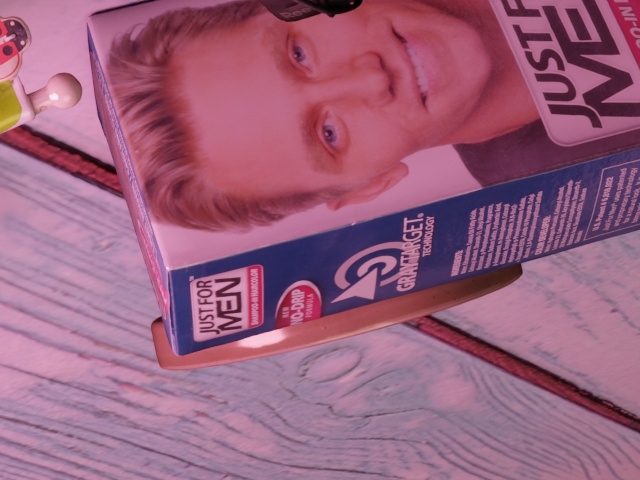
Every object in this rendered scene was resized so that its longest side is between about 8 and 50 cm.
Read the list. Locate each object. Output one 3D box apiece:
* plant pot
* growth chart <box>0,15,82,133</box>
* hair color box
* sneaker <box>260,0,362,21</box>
[{"bbox_3d":[0.000,0.000,1.190,0.237,0.109,0.237,-15,-177,1],"label":"plant pot"},{"bbox_3d":[-0.230,-0.122,0.794,0.172,0.237,0.021,-30,-161,-7],"label":"growth chart"},{"bbox_3d":[0.058,-0.072,1.072,0.347,0.174,0.105,-15,152,-10],"label":"hair color box"},{"bbox_3d":[0.031,-0.150,0.811,0.286,0.130,0.109,16,179,30],"label":"sneaker"}]
